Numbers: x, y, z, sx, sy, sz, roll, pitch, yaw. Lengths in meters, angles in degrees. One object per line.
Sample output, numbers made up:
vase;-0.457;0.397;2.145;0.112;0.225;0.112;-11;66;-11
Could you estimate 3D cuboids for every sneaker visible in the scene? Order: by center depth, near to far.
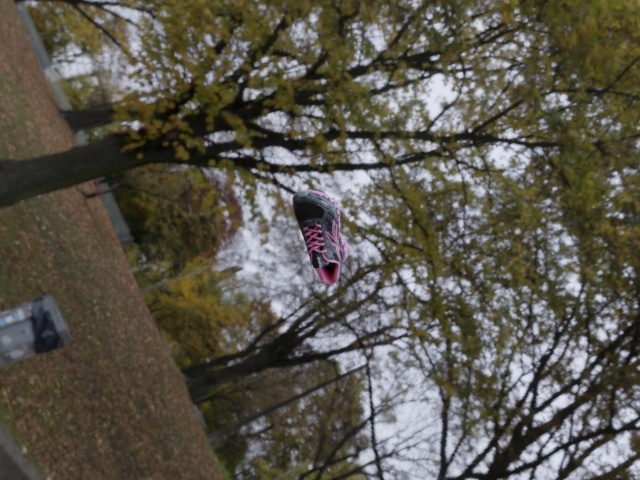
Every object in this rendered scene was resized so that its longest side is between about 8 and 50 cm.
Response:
sneaker;0.000;0.000;0.652;0.057;0.047;0.119;-79;154;-42
